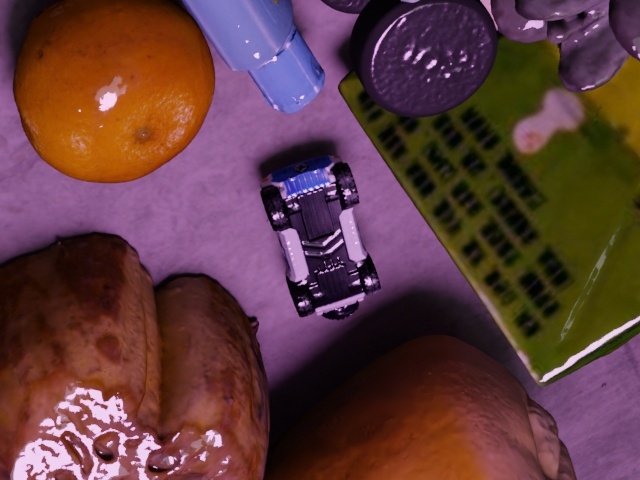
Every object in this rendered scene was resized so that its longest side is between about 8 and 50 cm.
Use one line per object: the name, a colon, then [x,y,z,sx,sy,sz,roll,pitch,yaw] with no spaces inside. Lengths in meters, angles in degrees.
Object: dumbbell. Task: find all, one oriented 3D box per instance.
dumbbell: [0.051,-0.178,0.951,0.100,0.191,0.100,-9,129,-11]

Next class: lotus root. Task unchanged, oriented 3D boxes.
lotus root: [-0.172,0.149,1.130,0.316,0.250,0.316,-9,119,-16]

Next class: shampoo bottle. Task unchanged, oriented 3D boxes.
shampoo bottle: [-0.073,-0.198,0.952,0.061,0.104,0.258,-18,134,19]

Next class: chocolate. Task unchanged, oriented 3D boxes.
chocolate: [0.216,-0.083,1.023,0.288,0.301,0.137,-37,161,13]

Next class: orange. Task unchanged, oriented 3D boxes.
orange: [-0.156,-0.120,0.975,0.154,0.134,0.155,-28,150,-18]

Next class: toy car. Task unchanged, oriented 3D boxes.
toy car: [0.000,0.000,1.155,0.080,0.070,0.171,-19,129,-4]

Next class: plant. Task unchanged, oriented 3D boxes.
plant: [0.235,-0.213,0.868,0.274,0.146,0.149,-46,112,-16]

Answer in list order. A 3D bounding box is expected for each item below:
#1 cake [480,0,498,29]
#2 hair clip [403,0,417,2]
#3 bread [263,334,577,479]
cake: [0.118,-0.223,0.981,0.052,0.121,0.065,-18,156,1]
hair clip: [0.027,-0.313,0.747,0.318,0.392,0.238,29,136,3]
bread: [0.058,0.270,1.222,0.376,0.348,0.253,-39,101,20]
